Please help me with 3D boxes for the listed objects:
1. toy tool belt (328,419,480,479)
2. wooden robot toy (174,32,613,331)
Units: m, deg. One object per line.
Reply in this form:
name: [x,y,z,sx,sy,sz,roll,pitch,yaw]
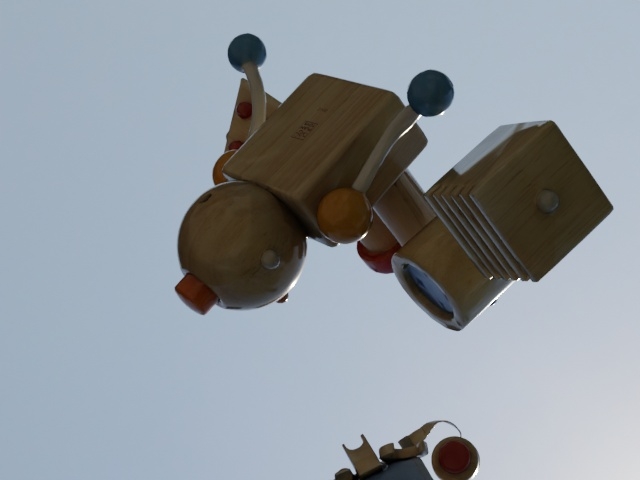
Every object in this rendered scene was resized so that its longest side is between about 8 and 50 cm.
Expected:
toy tool belt: [0.026,0.101,0.585,0.083,0.051,0.052,-32,-108,-4]
wooden robot toy: [0.000,0.000,0.411,0.079,0.076,0.173,-42,-149,-17]
